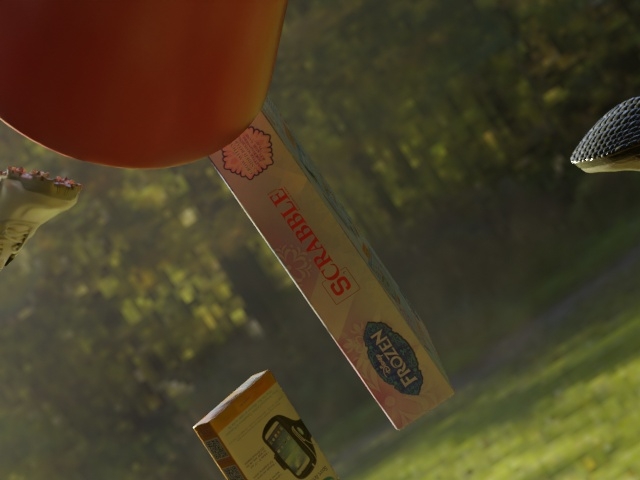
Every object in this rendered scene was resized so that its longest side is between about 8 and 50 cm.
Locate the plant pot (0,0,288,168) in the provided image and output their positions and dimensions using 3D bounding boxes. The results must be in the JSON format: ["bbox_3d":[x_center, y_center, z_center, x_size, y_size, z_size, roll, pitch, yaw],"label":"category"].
[{"bbox_3d":[-0.134,-0.233,1.476,0.275,0.275,0.243,-34,-18,-39],"label":"plant pot"}]

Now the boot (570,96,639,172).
[{"bbox_3d":[0.365,-0.064,1.852,0.083,0.161,0.246,-54,21,-25],"label":"boot"}]

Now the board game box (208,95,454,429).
[{"bbox_3d":[0.000,0.000,1.793,0.066,0.318,0.319,-34,7,4],"label":"board game box"}]

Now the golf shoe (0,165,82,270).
[{"bbox_3d":[-0.248,-0.011,1.536,0.069,0.086,0.176,13,-13,-32],"label":"golf shoe"}]

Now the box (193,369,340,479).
[{"bbox_3d":[-0.037,0.184,1.557,0.028,0.136,0.081,-20,14,48],"label":"box"}]
